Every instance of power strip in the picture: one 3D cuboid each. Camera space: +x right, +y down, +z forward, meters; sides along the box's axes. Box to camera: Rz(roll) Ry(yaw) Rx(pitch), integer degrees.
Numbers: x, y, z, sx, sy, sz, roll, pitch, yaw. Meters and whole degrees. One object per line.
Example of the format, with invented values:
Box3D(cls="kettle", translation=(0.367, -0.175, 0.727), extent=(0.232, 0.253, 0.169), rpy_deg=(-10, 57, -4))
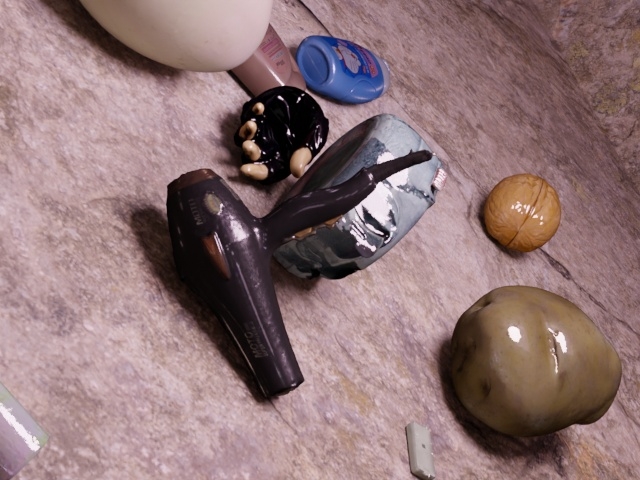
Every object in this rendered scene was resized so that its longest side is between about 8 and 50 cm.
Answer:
Box3D(cls="power strip", translation=(0.145, 0.303, 1.341), extent=(0.040, 0.016, 0.090), rpy_deg=(34, 35, -30))

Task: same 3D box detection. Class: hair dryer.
Box3D(cls="hair dryer", translation=(0.000, 0.000, 1.163), extent=(0.304, 0.359, 0.120), rpy_deg=(63, 4, 5))

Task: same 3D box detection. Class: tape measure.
Box3D(cls="tape measure", translation=(0.053, -0.055, 1.371), extent=(0.147, 0.256, 0.275), rpy_deg=(46, 56, -14))

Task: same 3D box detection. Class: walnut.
Box3D(cls="walnut", translation=(0.439, -0.062, 2.020), extent=(0.165, 0.165, 0.197), rpy_deg=(49, 37, -4))

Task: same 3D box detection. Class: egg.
Box3D(cls="egg", translation=(-0.213, -0.402, 1.355), extent=(0.345, 0.283, 0.283), rpy_deg=(46, 29, -22))

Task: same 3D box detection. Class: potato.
Box3D(cls="potato", translation=(0.348, 0.196, 1.539), extent=(0.326, 0.221, 0.243), rpy_deg=(1, 45, -42))

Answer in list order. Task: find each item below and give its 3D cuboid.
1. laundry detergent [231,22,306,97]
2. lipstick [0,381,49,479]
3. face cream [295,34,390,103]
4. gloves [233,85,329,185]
Box3D(cls="laundry detergent", translation=(-0.086, -0.309, 1.635), extent=(0.237, 0.076, 0.171), rpy_deg=(47, 29, -9))
Box3D(cls="lipstick", translation=(-0.364, 0.085, 0.812), extent=(0.304, 0.076, 0.076), rpy_deg=(49, 29, -6))
Box3D(cls="face cream", translation=(0.058, -0.338, 1.862), extent=(0.264, 0.083, 0.149), rpy_deg=(-9, 68, -58))
Box3D(cls="gloves", translation=(-0.074, -0.159, 1.453), extent=(0.164, 0.124, 0.203), rpy_deg=(29, 52, 18))
